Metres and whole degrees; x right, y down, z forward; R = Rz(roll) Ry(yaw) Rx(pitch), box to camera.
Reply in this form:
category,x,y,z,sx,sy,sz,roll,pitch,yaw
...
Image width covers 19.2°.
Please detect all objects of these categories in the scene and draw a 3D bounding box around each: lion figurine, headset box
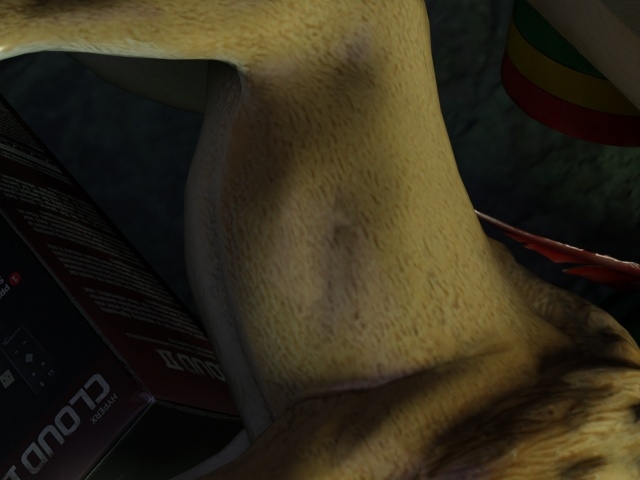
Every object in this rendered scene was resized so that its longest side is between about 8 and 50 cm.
category,x,y,z,sx,sy,sz,roll,pitch,yaw
lion figurine,0.000,0.000,0.624,0.240,0.142,0.392,-17,83,-9
headset box,-0.171,0.071,0.786,0.218,0.110,0.293,-50,61,11

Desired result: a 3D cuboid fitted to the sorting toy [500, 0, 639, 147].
category,x,y,z,sx,sy,sz,roll,pitch,yaw
sorting toy,0.207,-0.071,0.763,0.257,0.089,0.255,-9,39,-24

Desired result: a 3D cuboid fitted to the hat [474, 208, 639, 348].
category,x,y,z,sx,sy,sz,roll,pitch,yaw
hat,0.146,0.043,0.717,0.208,0.183,0.173,-13,60,7
